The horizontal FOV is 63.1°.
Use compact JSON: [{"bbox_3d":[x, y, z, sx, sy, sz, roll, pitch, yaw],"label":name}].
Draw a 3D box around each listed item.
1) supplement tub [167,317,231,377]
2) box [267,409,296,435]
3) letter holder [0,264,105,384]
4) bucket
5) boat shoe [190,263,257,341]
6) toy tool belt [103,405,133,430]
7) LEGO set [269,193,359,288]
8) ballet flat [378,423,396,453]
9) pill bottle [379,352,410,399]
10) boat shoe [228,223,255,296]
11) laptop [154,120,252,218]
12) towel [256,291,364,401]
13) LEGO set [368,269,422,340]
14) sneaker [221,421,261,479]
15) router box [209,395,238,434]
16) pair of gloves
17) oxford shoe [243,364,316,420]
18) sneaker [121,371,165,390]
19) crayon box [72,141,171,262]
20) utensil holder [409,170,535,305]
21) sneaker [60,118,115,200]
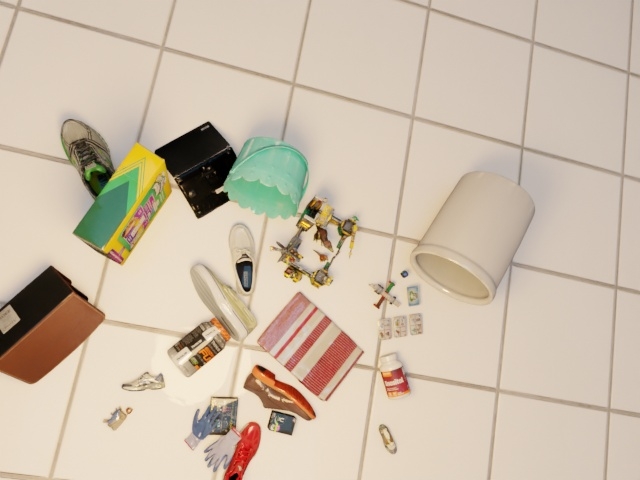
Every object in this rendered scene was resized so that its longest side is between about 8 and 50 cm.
[{"bbox_3d":[-0.398,0.349,1.721,0.190,0.117,0.117,-39,91,-15],"label":"supplement tub"},{"bbox_3d":[-0.132,0.620,1.772,0.083,0.052,0.062,18,78,-10],"label":"box"},{"bbox_3d":[-0.864,0.269,1.625,0.152,0.214,0.302,36,73,28],"label":"letter holder"},{"bbox_3d":[-0.178,-0.214,1.791,0.280,0.281,0.183,19,69,-9],"label":"bucket"},{"bbox_3d":[-0.332,0.202,1.783,0.094,0.109,0.302,-36,94,-40],"label":"boat shoe"},{"bbox_3d":[-0.647,0.558,1.663,0.051,0.052,0.083,43,73,-12],"label":"toy tool belt"},{"bbox_3d":[0.000,0.000,1.833,0.255,0.192,0.331,39,75,-4],"label":"LEGO set"},{"bbox_3d":[0.241,0.710,1.851,0.041,0.041,0.115,-25,87,-16],"label":"ballet flat"},{"bbox_3d":[0.263,0.485,1.869,0.086,0.086,0.152,-15,84,-15],"label":"pill bottle"},{"bbox_3d":[-0.263,0.064,1.817,0.095,0.084,0.258,-11,83,-14],"label":"boat shoe"},{"bbox_3d":[-0.419,-0.255,1.872,0.234,0.136,0.265,-34,115,-15],"label":"laptop"},{"bbox_3d":[-0.033,0.376,1.846,0.329,0.037,0.237,43,72,-5],"label":"towel"},{"bbox_3d":[0.282,0.238,1.946,0.182,0.060,0.245,-6,91,-18],"label":"LEGO set"},{"bbox_3d":[-0.247,0.708,1.690,0.086,0.128,0.221,22,77,-9],"label":"sneaker"},{"bbox_3d":[-0.326,0.585,1.739,0.092,0.038,0.123,6,79,-12],"label":"router box"},{"bbox_3d":[-0.350,0.636,1.685,0.198,0.023,0.159,38,91,20],"label":"pair of gloves"},{"bbox_3d":[-0.138,0.539,1.775,0.271,0.097,0.098,36,92,2],"label":"oxford shoe"},{"bbox_3d":[-0.578,0.461,1.701,0.135,0.052,0.058,0,71,-21],"label":"sneaker"},{"bbox_3d":[-0.598,-0.098,1.621,0.106,0.363,0.313,30,75,-6],"label":"crayon box"},{"bbox_3d":[0.556,-0.013,1.904,0.327,0.327,0.386,35,72,-5],"label":"utensil holder"},{"bbox_3d":[-0.749,-0.258,1.727,0.134,0.146,0.344,-32,88,-16],"label":"sneaker"}]
